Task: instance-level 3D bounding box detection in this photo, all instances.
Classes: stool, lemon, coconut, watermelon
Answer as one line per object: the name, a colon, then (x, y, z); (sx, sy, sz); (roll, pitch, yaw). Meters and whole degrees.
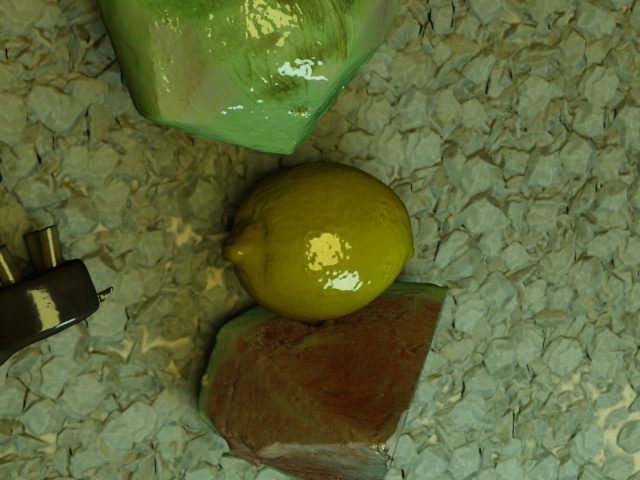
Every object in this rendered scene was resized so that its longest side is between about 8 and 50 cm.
stool: (-0.337, 0.067, 1.988); (0.217, 0.125, 0.121); (-24, 96, 5)
lemon: (0.000, 0.000, 2.069); (0.244, 0.187, 0.187); (-4, 107, -27)
coconut: (-0.077, -0.241, 1.913); (0.328, 0.281, 0.328); (-5, 104, -22)
watermelon: (0.025, 0.150, 2.101); (0.283, 0.292, 0.250); (14, 70, -25)
